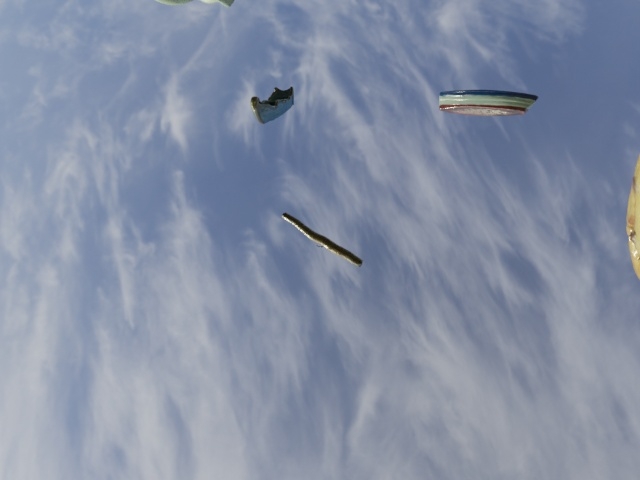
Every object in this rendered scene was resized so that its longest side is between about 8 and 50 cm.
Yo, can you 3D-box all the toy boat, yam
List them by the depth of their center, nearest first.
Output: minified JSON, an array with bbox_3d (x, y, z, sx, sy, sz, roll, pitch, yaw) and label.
[{"bbox_3d":[0.384,-0.319,1.168,0.229,0.080,0.045,15,-103,37],"label":"toy boat"},{"bbox_3d":[0.001,-0.001,1.207,0.234,0.029,0.027,32,-112,16],"label":"yam"},{"bbox_3d":[-0.134,-0.373,1.341,0.075,0.077,0.185,5,-145,25],"label":"toy boat"}]

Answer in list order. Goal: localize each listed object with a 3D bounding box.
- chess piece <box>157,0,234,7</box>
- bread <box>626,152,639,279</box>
[{"bbox_3d":[-0.197,-0.471,0.810,0.298,0.175,0.175,30,-105,43],"label":"chess piece"},{"bbox_3d":[0.425,-0.031,0.490,0.211,0.235,0.099,-18,-135,13],"label":"bread"}]
